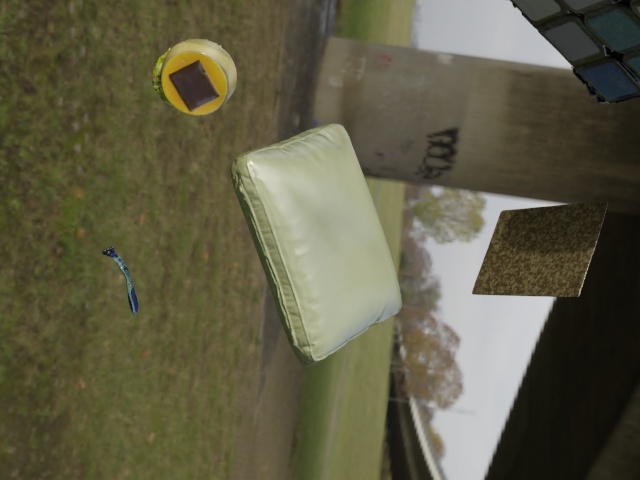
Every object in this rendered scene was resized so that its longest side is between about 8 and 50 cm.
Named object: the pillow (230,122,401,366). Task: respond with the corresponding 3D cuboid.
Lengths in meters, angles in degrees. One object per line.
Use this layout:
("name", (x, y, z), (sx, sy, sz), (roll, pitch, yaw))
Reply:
("pillow", (0.000, 0.000, 1.320), (0.255, 0.120, 0.322), (-27, 100, -47))

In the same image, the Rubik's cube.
("Rubik's cube", (0.606, -0.502, 1.580), (0.363, 0.362, 0.359), (-56, -163, -15))

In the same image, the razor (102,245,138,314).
("razor", (-0.415, 0.085, 1.870), (0.154, 0.028, 0.044), (69, 21, -4))

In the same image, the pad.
("pad", (0.334, 0.015, 1.363), (0.235, 0.003, 0.158), (-5, -121, 60))

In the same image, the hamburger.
("hamburger", (-0.207, -0.265, 1.447), (0.141, 0.126, 0.081), (-38, -156, 20))
